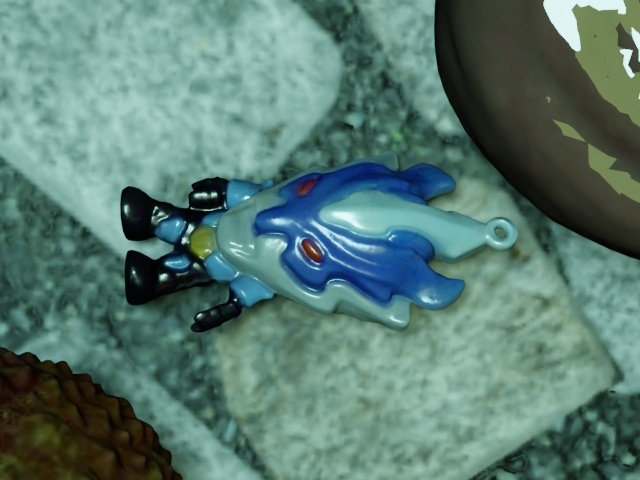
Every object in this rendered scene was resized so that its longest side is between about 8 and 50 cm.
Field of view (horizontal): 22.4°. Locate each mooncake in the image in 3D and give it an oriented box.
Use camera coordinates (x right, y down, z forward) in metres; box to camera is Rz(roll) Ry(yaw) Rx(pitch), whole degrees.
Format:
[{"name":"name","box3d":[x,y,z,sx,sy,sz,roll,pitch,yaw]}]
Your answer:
[{"name":"mooncake","box3d":[0.221,-0.148,0.754,0.326,0.174,0.334,6,96,-5]}]

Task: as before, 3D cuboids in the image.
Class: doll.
[{"name":"doll","box3d":[0.000,0.000,0.797,0.195,0.070,0.096,-2,65,-3]}]

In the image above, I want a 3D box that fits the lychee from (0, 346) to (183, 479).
[{"name":"lychee","box3d":[-0.168,0.167,0.705,0.236,0.271,0.236,1,121,1]}]
